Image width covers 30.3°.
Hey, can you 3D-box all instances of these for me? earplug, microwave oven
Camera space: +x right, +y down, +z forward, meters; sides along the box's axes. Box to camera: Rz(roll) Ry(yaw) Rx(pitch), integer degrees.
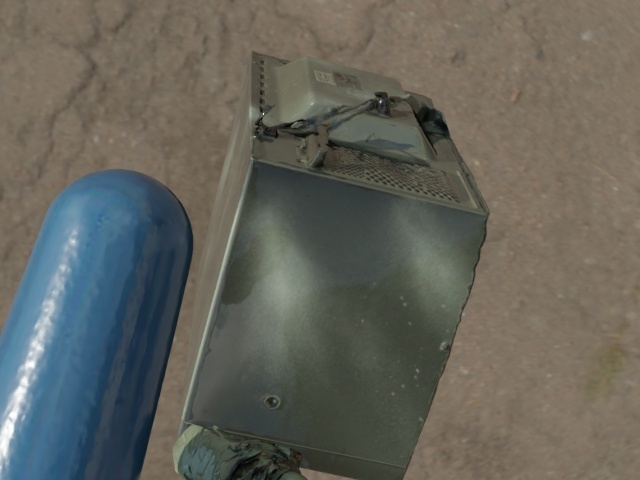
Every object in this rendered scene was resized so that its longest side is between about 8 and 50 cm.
[{"bbox_3d":[-0.164,0.083,0.815,0.132,0.132,0.273,14,85,28],"label":"earplug"},{"bbox_3d":[0.000,0.000,1.302,0.236,0.432,0.374,12,111,-8],"label":"microwave oven"}]

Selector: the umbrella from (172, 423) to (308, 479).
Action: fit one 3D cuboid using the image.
[{"bbox_3d":[-0.060,0.179,0.909,0.143,0.067,0.062,5,115,47],"label":"umbrella"}]
